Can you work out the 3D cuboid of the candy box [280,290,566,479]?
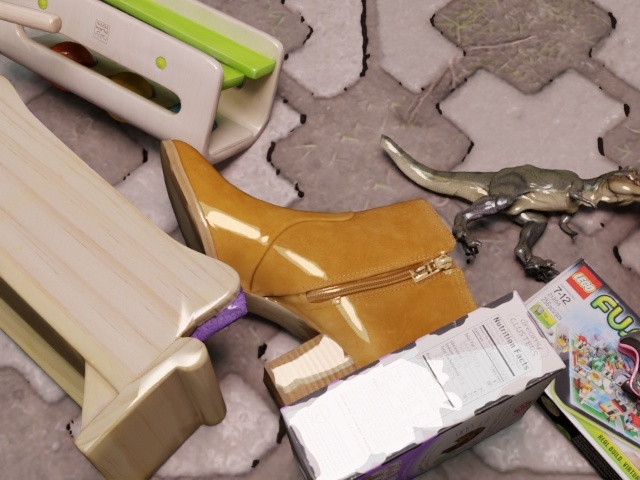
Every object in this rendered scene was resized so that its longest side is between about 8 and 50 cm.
[{"bbox_3d":[0.075,0.136,0.655,0.196,0.165,0.070,-25,67,-10],"label":"candy box"}]

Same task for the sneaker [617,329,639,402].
[{"bbox_3d":[0.274,0.124,0.674,0.057,0.047,0.119,-13,62,7],"label":"sneaker"}]

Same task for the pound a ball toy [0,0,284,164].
[{"bbox_3d":[-0.229,-0.179,0.828,0.319,0.136,0.208,28,32,16],"label":"pound a ball toy"}]

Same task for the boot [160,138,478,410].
[{"bbox_3d":[0.001,0.000,0.763,0.211,0.104,0.295,-27,77,-17],"label":"boot"}]

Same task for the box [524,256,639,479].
[{"bbox_3d":[0.251,0.126,0.713,0.114,0.036,0.207,-36,72,-14],"label":"box"}]

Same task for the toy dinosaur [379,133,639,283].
[{"bbox_3d":[0.180,-0.032,0.797,0.268,0.064,0.118,9,60,10],"label":"toy dinosaur"}]

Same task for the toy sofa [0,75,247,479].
[{"bbox_3d":[-0.232,0.032,0.734,0.362,0.150,0.177,37,66,19],"label":"toy sofa"}]
